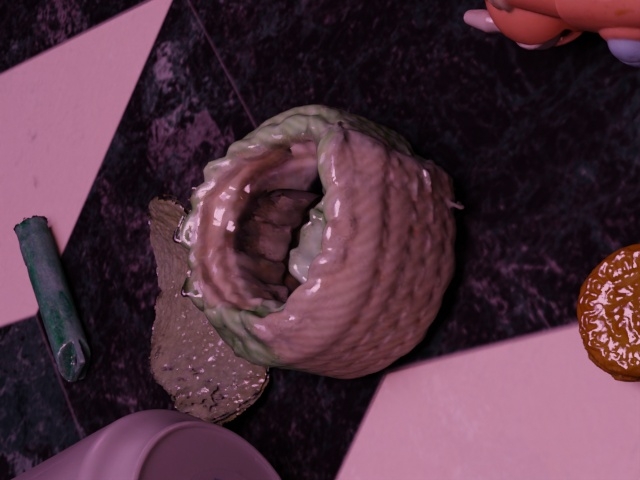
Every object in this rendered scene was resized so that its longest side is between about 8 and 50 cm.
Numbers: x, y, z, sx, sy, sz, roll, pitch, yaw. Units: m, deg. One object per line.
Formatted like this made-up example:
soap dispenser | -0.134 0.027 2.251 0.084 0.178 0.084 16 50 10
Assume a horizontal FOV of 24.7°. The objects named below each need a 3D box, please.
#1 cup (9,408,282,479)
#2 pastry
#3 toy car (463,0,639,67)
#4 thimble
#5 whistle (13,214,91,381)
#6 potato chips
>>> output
cup | -0.171 0.331 1.205 0.327 0.237 0.322 -29 90 32
pastry | 0.232 0.049 1.026 0.109 0.057 0.097 -52 52 19
toy car | 0.209 -0.236 1.053 0.271 0.181 0.212 16 104 40
thimble | 0.000 0.000 1.181 0.219 0.150 0.219 -13 70 39
whistle | -0.269 0.057 1.477 0.039 0.039 0.186 -42 55 25
potato chips | -0.116 0.065 1.329 0.167 0.059 0.228 -20 70 43
